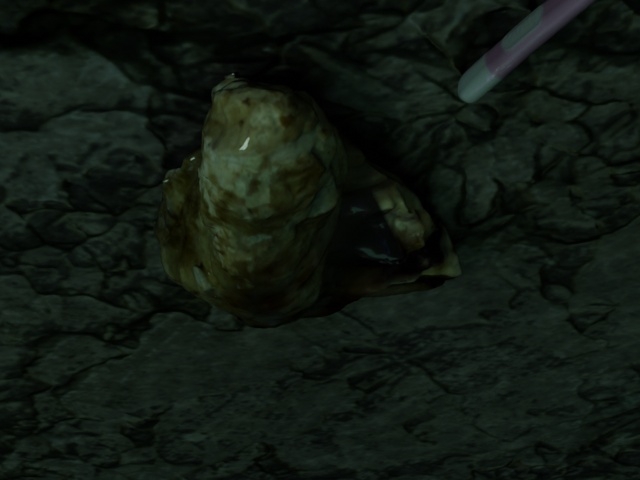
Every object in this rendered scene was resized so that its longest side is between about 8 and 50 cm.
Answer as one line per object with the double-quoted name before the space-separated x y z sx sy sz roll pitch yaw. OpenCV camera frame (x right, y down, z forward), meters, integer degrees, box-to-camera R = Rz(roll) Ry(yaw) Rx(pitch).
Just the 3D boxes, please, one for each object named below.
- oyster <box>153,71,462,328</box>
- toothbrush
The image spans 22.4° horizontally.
"oyster" 0.005 0.001 0.993 0.166 0.094 0.294 -33 146 27
"toothbrush" 0.158 -0.148 0.815 0.025 0.020 0.286 24 140 -26
